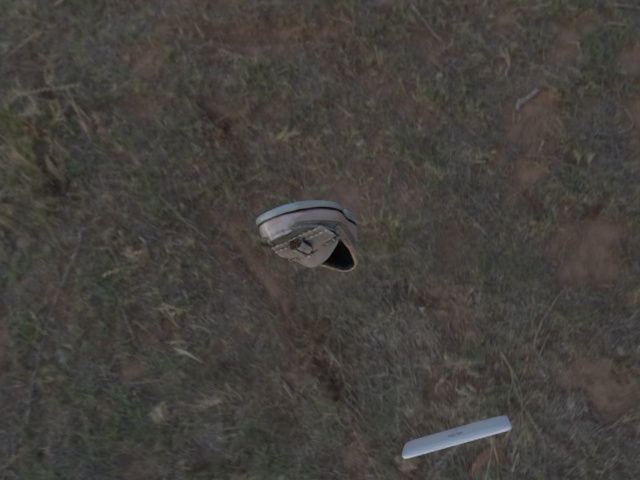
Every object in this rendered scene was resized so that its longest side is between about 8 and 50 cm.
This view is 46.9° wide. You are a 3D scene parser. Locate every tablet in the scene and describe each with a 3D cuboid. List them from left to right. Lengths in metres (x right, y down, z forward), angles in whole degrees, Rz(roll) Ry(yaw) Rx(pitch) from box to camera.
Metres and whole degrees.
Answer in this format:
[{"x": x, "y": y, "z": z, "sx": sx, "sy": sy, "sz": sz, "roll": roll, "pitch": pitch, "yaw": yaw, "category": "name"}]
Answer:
[{"x": 0.104, "y": 0.150, "z": 0.565, "sx": 0.083, "sy": 0.054, "sz": 0.006, "roll": -19, "pitch": 82, "yaw": 8, "category": "tablet"}]

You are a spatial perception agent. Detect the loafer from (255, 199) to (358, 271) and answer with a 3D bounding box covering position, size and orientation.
[{"x": 0.000, "y": 0.000, "z": 0.471, "sx": 0.045, "sy": 0.125, "sz": 0.039, "roll": -20, "pitch": 82, "yaw": 18, "category": "loafer"}]
